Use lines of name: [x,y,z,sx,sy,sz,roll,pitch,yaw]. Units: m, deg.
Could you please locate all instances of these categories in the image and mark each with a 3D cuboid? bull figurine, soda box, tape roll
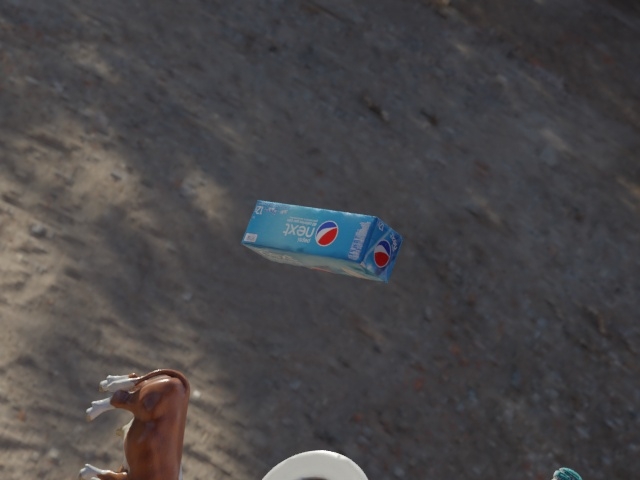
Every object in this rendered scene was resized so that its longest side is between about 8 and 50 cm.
bull figurine: [-0.306,0.371,1.834,0.188,0.310,0.101,6,-8,6]
soda box: [0.000,0.000,1.426,0.210,0.067,0.071,10,-16,40]
tape roll: [0.003,0.540,2.014,0.246,0.246,0.169,57,-5,44]

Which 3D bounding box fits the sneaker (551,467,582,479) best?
sneaker: [0.336,0.419,1.584,0.065,0.076,0.166,31,60,1]
